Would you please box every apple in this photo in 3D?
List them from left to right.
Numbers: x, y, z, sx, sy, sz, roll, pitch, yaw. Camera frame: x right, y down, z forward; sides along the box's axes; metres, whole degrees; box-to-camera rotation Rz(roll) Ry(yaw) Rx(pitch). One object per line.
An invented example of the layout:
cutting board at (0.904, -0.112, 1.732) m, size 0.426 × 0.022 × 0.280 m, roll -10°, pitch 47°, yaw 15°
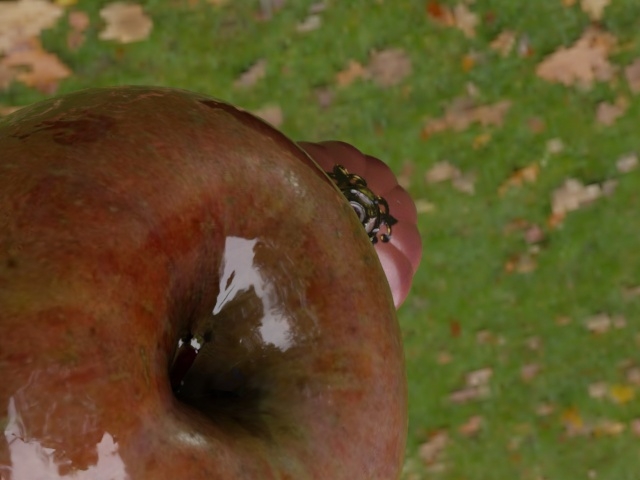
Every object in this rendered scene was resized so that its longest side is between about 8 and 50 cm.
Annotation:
apple at (-0.095, 0.064, 0.686) m, size 0.253 × 0.254 × 0.253 m, roll -8°, pitch 152°, yaw -4°

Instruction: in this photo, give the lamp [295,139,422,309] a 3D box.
lamp at (0.000, 0.000, 0.913) m, size 0.107 × 0.108 × 0.092 m, roll 2°, pitch 164°, yaw -22°
